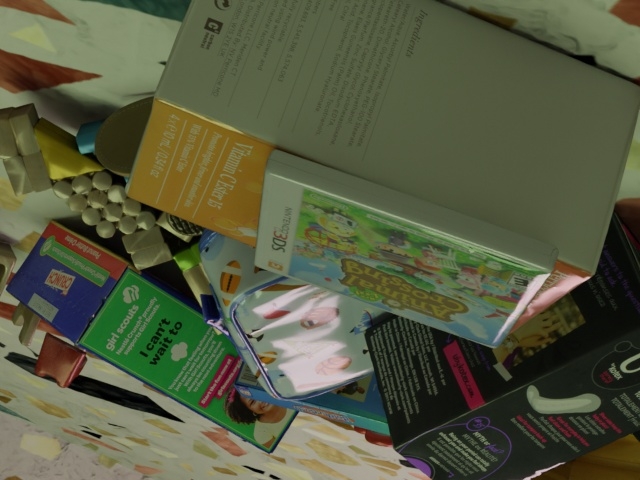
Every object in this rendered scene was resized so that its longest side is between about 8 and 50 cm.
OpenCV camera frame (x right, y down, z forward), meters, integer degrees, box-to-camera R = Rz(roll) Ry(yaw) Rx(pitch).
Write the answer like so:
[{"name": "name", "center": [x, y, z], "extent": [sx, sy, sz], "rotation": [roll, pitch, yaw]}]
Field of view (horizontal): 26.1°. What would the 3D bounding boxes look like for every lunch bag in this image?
[{"name": "lunch bag", "center": [0.008, 0.040, 1.345], "extent": [0.243, 0.115, 0.303], "rotation": [-21, 151, -1]}]

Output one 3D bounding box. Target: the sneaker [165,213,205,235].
[{"name": "sneaker", "center": [-0.062, -0.059, 1.363], "extent": [0.188, 0.071, 0.066], "rotation": [-12, 119, 6]}]

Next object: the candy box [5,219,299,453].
[{"name": "candy box", "center": [-0.204, 0.118, 1.745], "extent": [0.317, 0.122, 0.268], "rotation": [33, 175, -33]}]

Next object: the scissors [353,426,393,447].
[{"name": "scissors", "center": [0.199, 0.303, 2.075], "extent": [0.297, 0.021, 0.109], "rotation": [7, -177, -5]}]

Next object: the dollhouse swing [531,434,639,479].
[{"name": "dollhouse swing", "center": [0.337, 0.356, 1.599], "extent": [0.315, 0.346, 0.305], "rotation": [28, 162, -38]}]

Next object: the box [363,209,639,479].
[{"name": "box", "center": [0.203, 0.113, 1.299], "extent": [0.270, 0.143, 0.165], "rotation": [-28, 138, 18]}]

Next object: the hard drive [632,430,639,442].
[{"name": "hard drive", "center": [0.389, 0.205, 1.412], "extent": [0.339, 0.064, 0.237], "rotation": [43, 177, 38]}]

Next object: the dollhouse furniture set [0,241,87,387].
[{"name": "dollhouse furniture set", "center": [-0.448, 0.076, 1.848], "extent": [0.374, 0.152, 0.201], "rotation": [16, -159, -32]}]

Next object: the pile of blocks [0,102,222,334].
[{"name": "pile of blocks", "center": [-0.176, -0.053, 1.467], "extent": [0.362, 0.149, 0.112], "rotation": [36, -163, -16]}]

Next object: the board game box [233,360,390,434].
[{"name": "board game box", "center": [0.024, 0.129, 1.621], "extent": [0.210, 0.160, 0.047], "rotation": [13, 158, 18]}]

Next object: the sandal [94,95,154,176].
[{"name": "sandal", "center": [-0.108, -0.090, 1.312], "extent": [0.240, 0.088, 0.079], "rotation": [-8, 150, 39]}]

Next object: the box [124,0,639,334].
[{"name": "box", "center": [0.042, -0.076, 1.101], "extent": [0.345, 0.168, 0.215], "rotation": [21, 158, -6]}]

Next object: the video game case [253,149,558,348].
[{"name": "video game case", "center": [0.055, 0.013, 1.041], "extent": [0.212, 0.023, 0.193], "rotation": [19, 159, 2]}]
